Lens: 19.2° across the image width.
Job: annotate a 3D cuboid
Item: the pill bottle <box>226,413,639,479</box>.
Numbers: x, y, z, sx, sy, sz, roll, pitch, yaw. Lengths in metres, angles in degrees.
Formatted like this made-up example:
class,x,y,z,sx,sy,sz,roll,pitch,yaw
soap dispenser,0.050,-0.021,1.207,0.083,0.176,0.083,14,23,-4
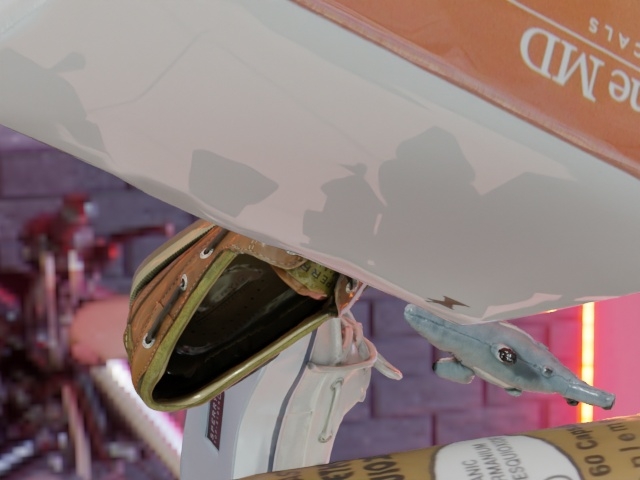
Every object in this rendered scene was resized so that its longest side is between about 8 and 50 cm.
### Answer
class,x,y,z,sx,sy,sz,roll,pitch,yaw
pill bottle,0.007,0.124,0.498,0.229,0.131,0.131,-9,11,-5

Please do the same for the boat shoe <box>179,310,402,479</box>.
class,x,y,z,sx,sy,sz,roll,pitch,yaw
boat shoe,-0.010,0.102,1.551,0.156,0.367,0.136,-12,39,-29

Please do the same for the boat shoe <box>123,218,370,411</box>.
class,x,y,z,sx,sy,sz,roll,pitch,yaw
boat shoe,0.000,0.000,1.150,0.111,0.307,0.104,34,29,-22

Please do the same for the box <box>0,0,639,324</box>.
class,x,y,z,sx,sy,sz,roll,pitch,yaw
box,0.045,-0.175,0.600,0.215,0.345,0.168,24,-20,-26

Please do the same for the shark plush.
class,x,y,z,sx,sy,sz,roll,pitch,yaw
shark plush,0.135,0.092,1.380,0.161,0.073,0.067,38,1,23
